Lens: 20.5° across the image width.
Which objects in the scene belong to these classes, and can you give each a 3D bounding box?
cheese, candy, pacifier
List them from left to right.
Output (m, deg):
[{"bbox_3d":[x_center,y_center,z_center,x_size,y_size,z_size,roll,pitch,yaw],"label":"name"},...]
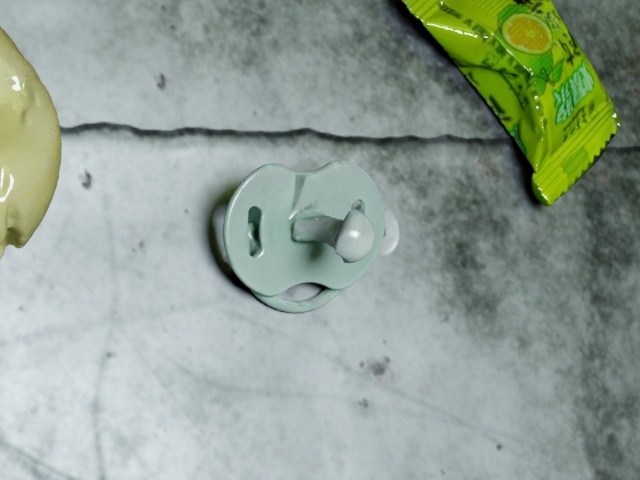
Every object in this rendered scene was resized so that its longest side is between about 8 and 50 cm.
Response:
[{"bbox_3d":[-0.301,-0.070,1.242,0.214,0.117,0.226,-34,87,-31],"label":"cheese"},{"bbox_3d":[0.000,0.000,1.397,0.150,0.116,0.127,3,97,-34],"label":"pacifier"},{"bbox_3d":[0.179,-0.163,1.588,0.246,0.069,0.149,52,53,-7],"label":"candy"}]
